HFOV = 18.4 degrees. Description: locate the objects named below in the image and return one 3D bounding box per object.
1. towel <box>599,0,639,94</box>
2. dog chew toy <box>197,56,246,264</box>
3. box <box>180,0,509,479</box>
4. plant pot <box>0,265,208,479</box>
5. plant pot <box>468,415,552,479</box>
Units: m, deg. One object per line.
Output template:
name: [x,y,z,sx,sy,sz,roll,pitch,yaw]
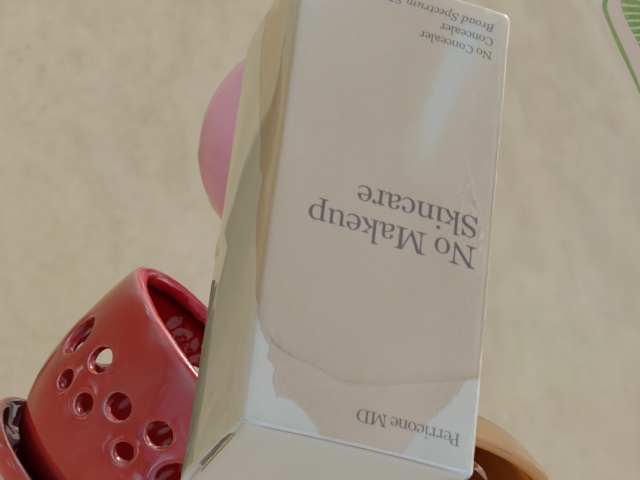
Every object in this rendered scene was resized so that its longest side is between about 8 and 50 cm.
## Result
towel: [0.367,-0.111,1.776,0.248,0.038,0.325,64,-9,-17]
dog chew toy: [0.000,0.000,1.672,0.206,0.206,0.332,-50,145,-58]
box: [0.018,0.003,1.183,0.148,0.121,0.311,14,62,-15]
plant pot: [-0.130,0.144,1.433,0.191,0.174,0.191,47,7,-7]
plant pot: [0.044,0.239,1.595,0.291,0.291,0.203,61,0,-23]
